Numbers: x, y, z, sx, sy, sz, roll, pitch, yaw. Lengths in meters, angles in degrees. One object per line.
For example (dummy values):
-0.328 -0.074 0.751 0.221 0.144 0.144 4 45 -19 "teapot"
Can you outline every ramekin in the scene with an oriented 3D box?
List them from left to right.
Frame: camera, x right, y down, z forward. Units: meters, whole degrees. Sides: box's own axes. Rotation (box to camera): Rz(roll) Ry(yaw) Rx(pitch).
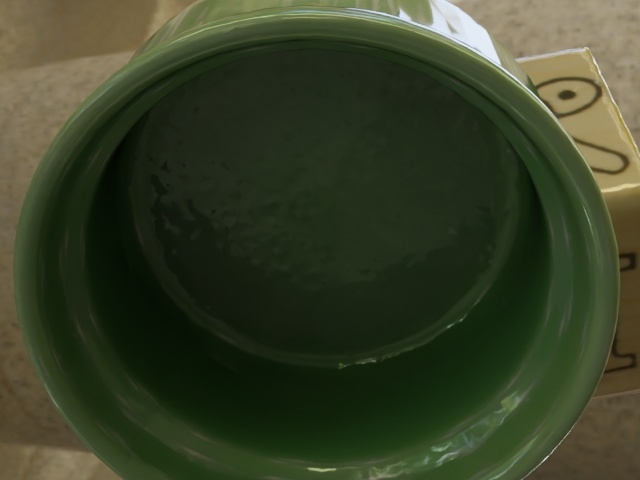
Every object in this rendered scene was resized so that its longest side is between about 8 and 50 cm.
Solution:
0.000 0.000 0.774 0.148 0.304 0.303 -84 -23 -63 "ramekin"

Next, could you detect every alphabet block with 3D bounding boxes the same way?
0.122 -0.002 1.032 0.192 0.197 0.193 -99 0 -48 "alphabet block"
